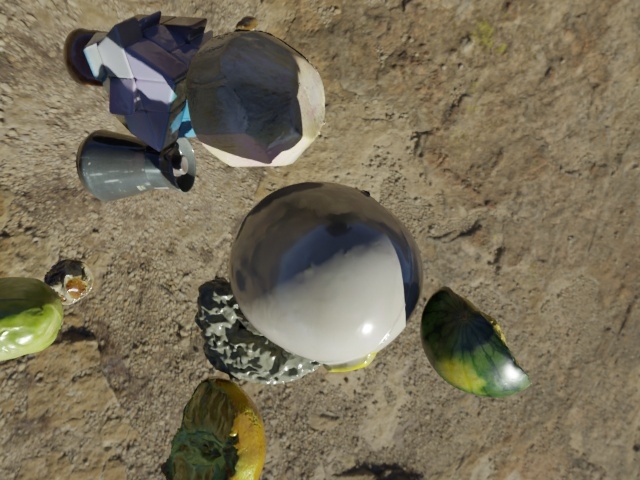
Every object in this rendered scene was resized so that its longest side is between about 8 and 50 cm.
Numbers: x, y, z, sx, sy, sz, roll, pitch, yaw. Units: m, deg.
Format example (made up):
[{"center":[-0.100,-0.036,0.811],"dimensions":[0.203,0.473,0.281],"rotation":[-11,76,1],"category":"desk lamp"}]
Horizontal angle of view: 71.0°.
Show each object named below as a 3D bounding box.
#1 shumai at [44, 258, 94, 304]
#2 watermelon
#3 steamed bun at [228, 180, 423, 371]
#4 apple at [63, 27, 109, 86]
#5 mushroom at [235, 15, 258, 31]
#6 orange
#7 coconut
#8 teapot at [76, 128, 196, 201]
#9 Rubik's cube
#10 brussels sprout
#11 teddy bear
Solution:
[{"center":[-0.763,0.127,1.364],"dimensions":[0.146,0.116,0.145],"rotation":[-2,95,-23],"category":"shumai"},{"center":[0.245,0.182,0.759],"dimensions":[0.127,0.204,0.232],"rotation":[-40,153,4],"category":"watermelon"},{"center":[0.004,0.055,0.847],"dimensions":[0.334,0.374,0.333],"rotation":[-26,127,-40],"category":"steamed bun"},{"center":[-0.733,-0.594,1.463],"dimensions":[0.188,0.188,0.173],"rotation":[-2,114,-19],"category":"apple"},{"center":[-0.290,-0.761,1.731],"dimensions":[0.071,0.209,0.084],"rotation":[34,61,2],"category":"mushroom"},{"center":[-0.235,0.499,1.044],"dimensions":[0.196,0.262,0.334],"rotation":[23,62,-20],"category":"orange"},{"center":[-0.177,-0.350,1.142],"dimensions":[0.353,0.352,0.352],"rotation":[-5,104,-19],"category":"coconut"},{"center":[-0.635,-0.256,1.600],"dimensions":[0.344,0.300,0.253],"rotation":[2,79,7],"category":"teapot"},{"center":[-0.492,-0.485,1.349],"dimensions":[0.368,0.387,0.358],"rotation":[36,45,-4],"category":"Rubik's cube"},{"center":[-0.717,0.172,1.035],"dimensions":[0.223,0.223,0.161],"rotation":[23,126,-23],"category":"brussels sprout"},{"center":[-0.149,0.245,1.181],"dimensions":[0.357,0.367,0.224],"rotation":[22,88,1],"category":"teddy bear"}]
